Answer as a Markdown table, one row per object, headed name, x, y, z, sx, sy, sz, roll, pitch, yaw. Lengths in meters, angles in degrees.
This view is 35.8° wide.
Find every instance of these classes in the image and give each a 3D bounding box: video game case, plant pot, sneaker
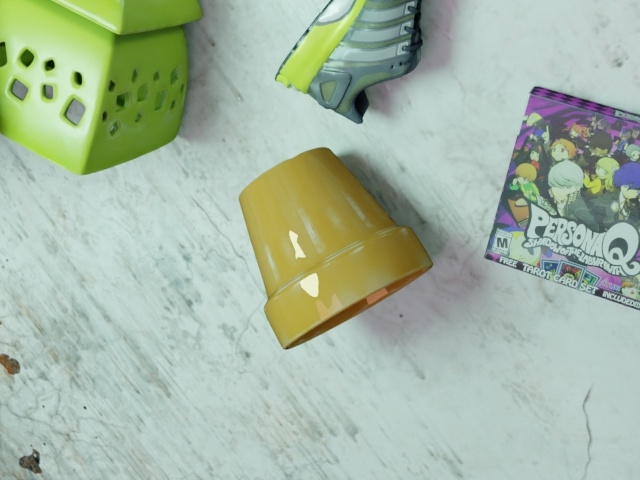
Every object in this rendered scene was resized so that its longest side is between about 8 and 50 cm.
| name | x | y | z | sx | sy | sz | roll | pitch | yaw |
| --- | --- | --- | --- | --- | --- | --- | --- | --- | --- |
| video game case | 0.317 | -0.039 | 1.096 | 0.232 | 0.042 | 0.210 | 20 | 118 | 16 |
| plant pot | -0.285 | -0.236 | 1.186 | 0.227 | 0.228 | 0.207 | 29 | 114 | 12 |
| plant pot | 0.000 | 0.000 | 1.185 | 0.205 | 0.205 | 0.188 | -35 | 80 | 33 |
| sneaker | 0.077 | -0.252 | 1.087 | 0.121 | 0.111 | 0.300 | 38 | 129 | -7 |
